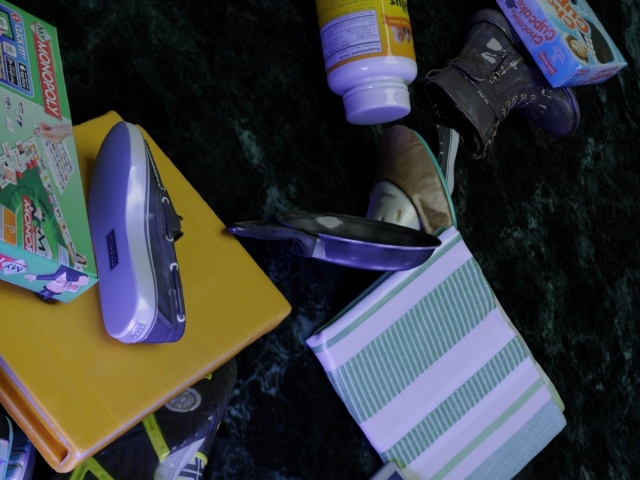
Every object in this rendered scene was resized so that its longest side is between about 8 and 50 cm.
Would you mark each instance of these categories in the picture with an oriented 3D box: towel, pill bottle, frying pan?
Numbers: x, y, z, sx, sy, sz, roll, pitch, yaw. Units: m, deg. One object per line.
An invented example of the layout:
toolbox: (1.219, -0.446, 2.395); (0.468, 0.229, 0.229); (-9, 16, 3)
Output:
towel: (0.152, 0.176, 1.623); (0.248, 0.038, 0.325); (-39, 111, -17)
pill bottle: (0.059, -0.262, 1.684); (0.117, 0.117, 0.215); (4, 74, -48)
frying pan: (0.029, 0.005, 1.469); (0.326, 0.197, 0.053); (-32, 132, -76)

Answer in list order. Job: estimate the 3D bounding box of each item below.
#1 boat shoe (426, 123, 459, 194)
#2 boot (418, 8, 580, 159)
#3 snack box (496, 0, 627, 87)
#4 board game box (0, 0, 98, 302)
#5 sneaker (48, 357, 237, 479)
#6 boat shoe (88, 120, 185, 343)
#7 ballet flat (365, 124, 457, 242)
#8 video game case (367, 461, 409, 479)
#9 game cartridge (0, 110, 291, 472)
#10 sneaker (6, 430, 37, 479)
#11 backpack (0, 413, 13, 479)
boat shoe: (0.157, -0.098, 1.800); (0.040, 0.049, 0.142); (25, 55, -20)
boot: (0.259, -0.195, 1.924); (0.263, 0.091, 0.229); (44, 47, -16)
snack box: (0.330, -0.382, 2.008); (0.187, 0.060, 0.322); (-15, 71, -54)
board game box: (-0.312, -0.112, 1.169); (0.213, 0.046, 0.317); (27, 37, -45)
sneaker: (-0.185, 0.230, 1.239); (0.385, 0.145, 0.147); (-63, 165, -52)
boat shoe: (-0.162, -0.006, 1.225); (0.076, 0.080, 0.228); (17, 48, -38)
ballet flat: (0.118, 0.027, 1.676); (0.124, 0.116, 0.342); (-22, 98, -33)
video game case: (0.115, 0.434, 1.442); (0.329, 0.036, 0.300); (51, 29, 6)
game cartridge: (-0.214, 0.031, 1.247); (0.285, 0.053, 0.323); (50, 39, 7)
sneaker: (-0.282, 0.252, 1.163); (0.076, 0.065, 0.166); (50, 45, -48)
backpack: (-0.330, 0.226, 1.021); (0.144, 0.166, 0.188); (16, 62, -44)
